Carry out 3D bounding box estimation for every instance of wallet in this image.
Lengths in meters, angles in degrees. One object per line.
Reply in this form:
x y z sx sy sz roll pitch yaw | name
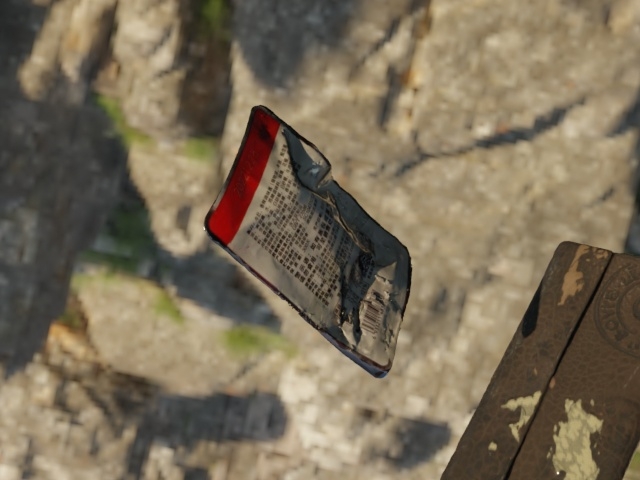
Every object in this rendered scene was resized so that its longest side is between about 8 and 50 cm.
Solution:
0.257 0.144 1.682 0.170 0.321 0.044 18 150 25 | wallet

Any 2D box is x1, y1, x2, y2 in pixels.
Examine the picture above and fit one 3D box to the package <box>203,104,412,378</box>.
0.000 0.000 1.489 0.030 0.154 0.239 -17 132 38 | package
